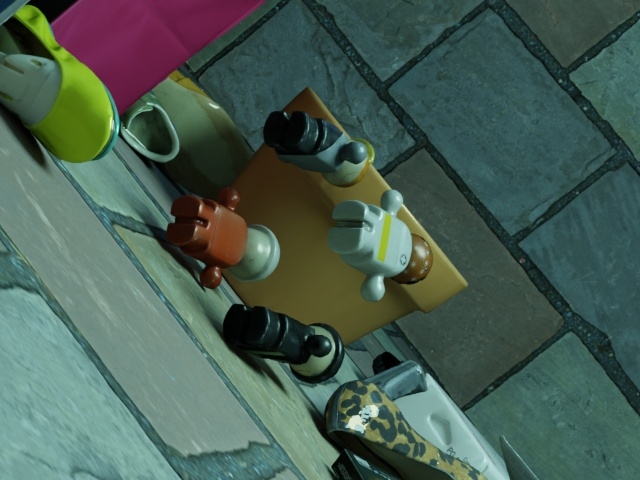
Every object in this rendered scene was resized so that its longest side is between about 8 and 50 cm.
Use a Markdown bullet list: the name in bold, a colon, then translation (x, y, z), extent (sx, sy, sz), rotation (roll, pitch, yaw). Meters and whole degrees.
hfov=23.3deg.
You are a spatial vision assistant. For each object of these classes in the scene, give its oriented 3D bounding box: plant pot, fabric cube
- **plant pot**: translation (0.000, 0.000, 1.760), extent (0.291, 0.203, 0.291), rotation (51, 4, -5)
- **fabric cube**: translation (-0.236, -0.315, 1.589), extent (0.254, 0.259, 0.258), rotation (51, 1, 17)

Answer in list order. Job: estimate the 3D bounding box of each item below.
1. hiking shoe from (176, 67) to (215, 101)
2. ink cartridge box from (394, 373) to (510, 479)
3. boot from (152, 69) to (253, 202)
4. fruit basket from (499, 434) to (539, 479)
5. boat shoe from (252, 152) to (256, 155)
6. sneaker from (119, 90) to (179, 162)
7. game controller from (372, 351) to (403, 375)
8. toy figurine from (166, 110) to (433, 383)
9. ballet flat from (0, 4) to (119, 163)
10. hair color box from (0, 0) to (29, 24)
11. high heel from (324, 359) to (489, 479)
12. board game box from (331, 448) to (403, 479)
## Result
- **hiking shoe**: translation (-0.224, -0.229, 2.250), extent (0.227, 0.086, 0.114), rotation (48, 8, -29)
- **ink cartridge box**: translation (0.173, 0.291, 1.792), extent (0.237, 0.100, 0.172), rotation (49, 4, -40)
- **boot**: translation (-0.201, -0.183, 1.921), extent (0.295, 0.104, 0.211), rotation (45, 6, -25)
- **fruit basket**: translation (0.293, 0.380, 1.505), extent (0.327, 0.165, 0.353), rotation (53, -16, 38)
- **boat shoe**: translation (-0.074, -0.082, 2.411), extent (0.116, 0.123, 0.324), rotation (47, 3, -26)
- **sneaker**: translation (-0.220, -0.163, 1.756), extent (0.192, 0.064, 0.086), rotation (53, -3, -25)
- **game controller**: translation (0.159, 0.263, 2.214), extent (0.166, 0.067, 0.319), rotation (53, 4, 27)
- **toy figurine**: translation (-0.013, 0.005, 1.460), extent (0.148, 0.209, 0.213), rotation (29, 21, -53)
- **ballet flat**: translation (-0.240, -0.136, 1.274), extent (0.077, 0.077, 0.231), rotation (21, 20, -38)
- **hair color box**: translation (-0.275, -0.246, 1.005), extent (0.105, 0.174, 0.347), rotation (49, 4, -41)
- **high heel**: translation (0.090, 0.257, 1.560), extent (0.186, 0.093, 0.261), rotation (-16, 81, -59)
- **board game box**: translation (0.103, 0.261, 1.374), extent (0.186, 0.026, 0.126), rotation (32, 9, -26)
